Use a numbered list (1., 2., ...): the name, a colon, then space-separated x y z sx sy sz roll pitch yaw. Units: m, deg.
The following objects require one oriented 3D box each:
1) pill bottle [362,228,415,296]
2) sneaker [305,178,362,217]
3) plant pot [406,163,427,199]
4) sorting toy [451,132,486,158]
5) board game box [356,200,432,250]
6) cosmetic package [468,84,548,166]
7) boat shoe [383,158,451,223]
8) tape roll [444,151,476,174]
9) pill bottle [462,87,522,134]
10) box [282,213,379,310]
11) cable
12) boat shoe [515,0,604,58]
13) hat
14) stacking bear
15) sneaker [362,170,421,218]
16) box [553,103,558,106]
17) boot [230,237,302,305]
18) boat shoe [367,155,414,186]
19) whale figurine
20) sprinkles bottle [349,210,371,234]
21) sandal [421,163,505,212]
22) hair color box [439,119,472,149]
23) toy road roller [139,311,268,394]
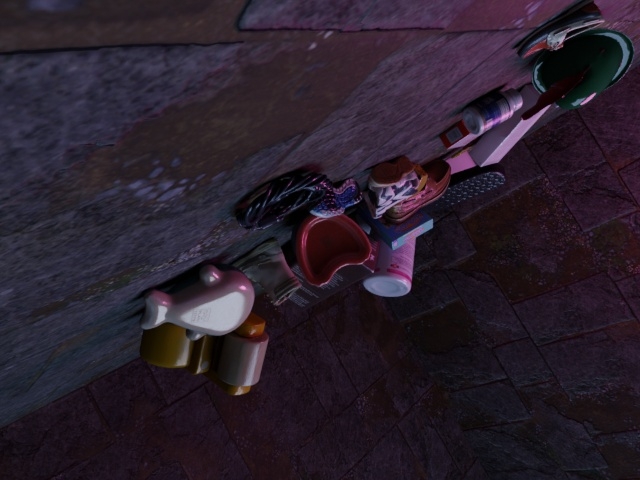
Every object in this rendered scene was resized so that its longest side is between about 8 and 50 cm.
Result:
1. pill bottle: 0.239 0.034 1.683 0.160 0.160 0.283 -37 -145 54
2. sneaker: 0.017 -0.081 1.094 0.083 0.071 0.191 -27 178 35
3. plant pot: 0.268 -0.182 1.467 0.083 0.081 0.081 -48 165 33
4. sorting toy: 0.500 -0.331 1.458 0.275 0.046 0.132 -29 175 -10
5. board game box: 0.241 -0.079 1.629 0.160 0.210 0.047 -28 138 -12
6. cosmetic package: 0.510 -0.307 1.329 0.099 0.060 0.239 -19 154 -40
7. boat shoe: 0.322 -0.176 1.589 0.307 0.111 0.104 -44 149 -24
8. tape roll: 0.481 -0.239 1.963 0.286 0.100 0.286 -29 174 -3
9. pill bottle: 0.381 -0.288 1.095 0.120 0.067 0.067 -29 175 -8
10. box: -0.005 0.079 1.658 0.381 0.191 0.143 -33 -151 44
11. cable: -0.059 -0.078 0.861 0.185 0.047 0.150 -25 169 -21
12. boat shoe: 0.388 -0.336 0.806 0.137 0.043 0.049 -30 177 13
13. hat: 0.499 -0.273 0.948 0.209 0.183 0.173 -13 142 28
14. stacking bear: 0.000 0.000 1.291 0.175 0.164 0.289 -29 -174 -5
15. sneaker: 0.210 -0.141 1.410 0.153 0.094 0.235 -21 164 -4
16. box: 0.548 -0.365 1.085 0.087 0.102 0.101 -23 170 -41
17. boot: -0.165 0.112 1.377 0.213 0.165 0.077 -34 173 27
18. boat shoe: 0.164 -0.155 1.200 0.170 0.063 0.059 -26 168 -45
19. whale figurine: -0.297 0.137 1.183 0.272 0.141 0.216 -3 123 -35
20. sprinkles bottle: 0.061 0.009 1.885 0.355 0.121 0.121 -32 175 20
21. sandal: 0.429 -0.192 1.767 0.446 0.107 0.168 -16 151 30
22. hair color box: 0.367 -0.275 1.277 0.072 0.043 0.141 -33 173 35
23. toy road roller: -0.327 0.273 1.334 0.330 0.202 0.241 21 -167 36
